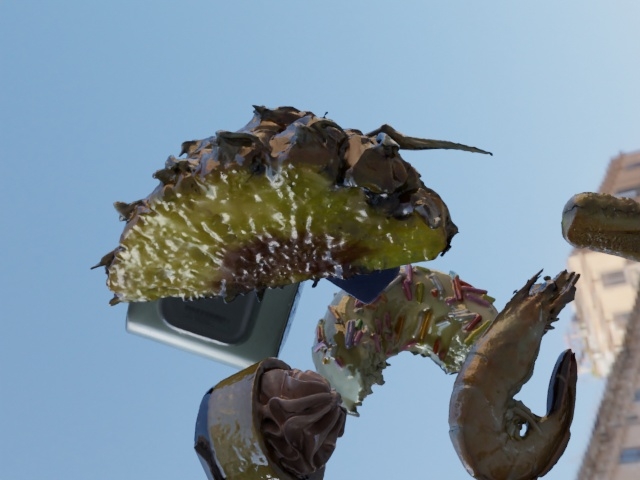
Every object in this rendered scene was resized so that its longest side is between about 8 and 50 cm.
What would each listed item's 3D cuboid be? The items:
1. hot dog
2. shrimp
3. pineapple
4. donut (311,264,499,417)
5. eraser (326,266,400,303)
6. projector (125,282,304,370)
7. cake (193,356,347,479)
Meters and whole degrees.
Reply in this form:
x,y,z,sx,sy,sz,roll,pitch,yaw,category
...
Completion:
x,y,z,sx,sy,sz,roll,pitch,yaw,category
0.428,-0.007,1.246,0.068,0.288,0.083,-68,-13,-67,hot dog
0.196,0.126,0.976,0.133,0.053,0.236,37,-121,-8,shrimp
-0.033,-0.059,0.896,0.158,0.334,0.161,-77,-25,-48,pineapple
0.164,0.169,1.937,0.307,0.370,0.150,-107,15,-49,donut
0.000,0.000,1.447,0.225,0.082,0.036,32,-156,-13,eraser
-0.152,0.057,1.734,0.248,0.249,0.248,-60,-12,-76,projector
-0.046,0.259,1.436,0.185,0.178,0.208,50,-142,-32,cake
